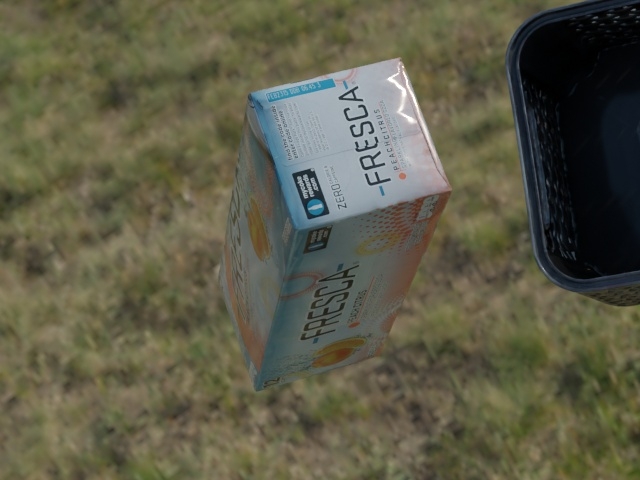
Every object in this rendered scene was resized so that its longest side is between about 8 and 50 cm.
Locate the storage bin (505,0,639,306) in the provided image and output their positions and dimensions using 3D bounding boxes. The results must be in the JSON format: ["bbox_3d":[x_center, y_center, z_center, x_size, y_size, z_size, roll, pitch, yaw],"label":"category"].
[{"bbox_3d":[0.180,-0.045,0.715,0.180,0.084,0.122,-11,80,21],"label":"storage bin"}]

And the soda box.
[{"bbox_3d":[0.000,0.000,0.679,0.063,0.183,0.058,-15,69,-13],"label":"soda box"}]
